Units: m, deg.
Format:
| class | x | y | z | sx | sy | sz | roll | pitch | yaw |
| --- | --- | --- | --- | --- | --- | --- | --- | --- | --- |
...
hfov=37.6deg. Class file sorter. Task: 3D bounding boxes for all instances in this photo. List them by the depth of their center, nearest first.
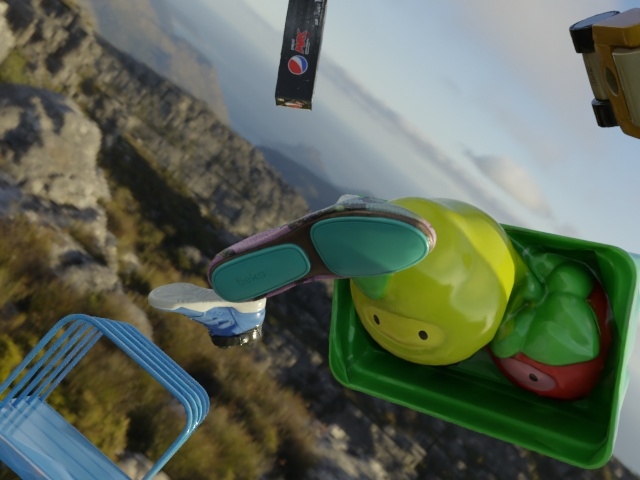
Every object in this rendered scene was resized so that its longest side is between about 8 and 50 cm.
| class | x | y | z | sx | sy | sz | roll | pitch | yaw |
| --- | --- | --- | --- | --- | --- | --- | --- | --- | --- |
| file sorter | -0.151 | 0.122 | 0.667 | 0.118 | 0.104 | 0.170 | 42 | -7 | 2 |

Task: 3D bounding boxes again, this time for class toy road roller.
| class | x | y | z | sx | sy | sz | roll | pitch | yaw |
| --- | --- | --- | --- | --- | --- | --- | --- | --- | --- |
| toy road roller | 0.595 | -0.315 | 1.611 | 0.329 | 0.241 | 0.202 | -104 | 172 | -73 |

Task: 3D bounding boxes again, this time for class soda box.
| class | x | y | z | sx | sy | sz | roll | pitch | yaw |
| --- | --- | --- | --- | --- | --- | --- | --- | --- | --- |
| soda box | -0.029 | -0.283 | 1.397 | 0.060 | 0.168 | 0.053 | 8 | -6 | 1 |

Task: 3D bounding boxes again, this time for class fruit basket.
| class | x | y | z | sx | sy | sz | roll | pitch | yaw |
| --- | --- | --- | --- | --- | --- | --- | --- | --- | --- |
| fruit basket | 0.150 | 0.078 | 1.029 | 0.392 | 0.282 | 0.392 | 4 | 13 | -1 |

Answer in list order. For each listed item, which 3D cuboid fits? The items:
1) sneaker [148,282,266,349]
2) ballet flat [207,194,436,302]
| class | x | y | z | sx | sy | sz | roll | pitch | yaw |
| --- | --- | --- | --- | --- | --- | --- | --- | --- | --- |
| sneaker | -0.150 | 0.104 | 1.233 | 0.152 | 0.084 | 0.058 | 1 | 25 | -9 |
| ballet flat | 0.000 | 0.000 | 0.853 | 0.076 | 0.222 | 0.079 | 62 | 26 | -25 |
